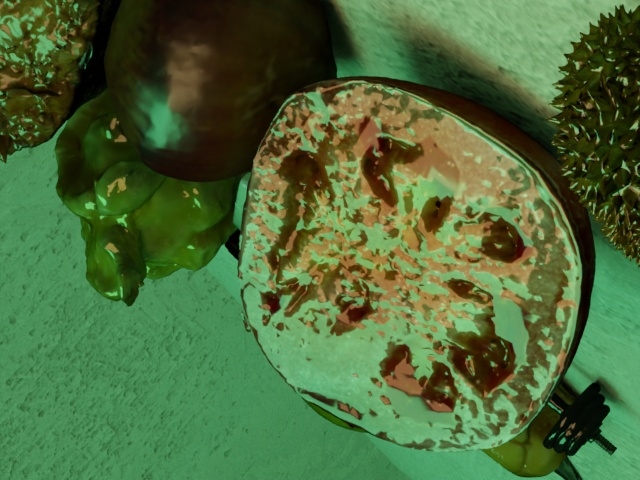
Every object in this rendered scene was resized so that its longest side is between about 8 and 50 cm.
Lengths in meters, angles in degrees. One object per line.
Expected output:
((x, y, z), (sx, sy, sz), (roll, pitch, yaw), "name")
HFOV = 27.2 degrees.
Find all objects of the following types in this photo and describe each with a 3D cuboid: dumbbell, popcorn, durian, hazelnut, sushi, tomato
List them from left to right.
((-0.296, -0.251, 1.329), (0.234, 0.207, 0.348), (34, 137, 3), "sushi")
((-0.228, -0.085, 1.835), (0.335, 0.279, 0.274), (57, 152, 32), "popcorn")
((-0.089, -0.167, 1.227), (0.217, 0.217, 0.251), (39, 146, 23), "hazelnut")
((0.095, 0.011, 1.136), (0.338, 0.144, 0.338), (13, 118, 26), "tomato")
((0.263, 0.180, 1.555), (0.208, 0.099, 0.099), (40, 170, 17), "dumbbell")
((0.206, -0.046, 0.747), (0.158, 0.137, 0.168), (62, 178, 46), "durian")

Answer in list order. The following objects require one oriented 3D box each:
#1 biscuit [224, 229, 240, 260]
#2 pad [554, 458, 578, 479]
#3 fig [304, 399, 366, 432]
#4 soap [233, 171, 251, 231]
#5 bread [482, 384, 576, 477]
((0.007, 0.092, 2.238), (0.407, 0.091, 0.407), (40, 168, 10), "biscuit")
((0.315, 0.305, 2.123), (0.233, 0.022, 0.174), (32, 164, 43), "pad")
((0.061, 0.043, 1.361), (0.258, 0.258, 0.326), (23, 141, 64), "fig")
((0.000, 0.000, 1.744), (0.230, 0.091, 0.145), (37, 151, 14), "soap")
((0.199, 0.172, 1.687), (0.294, 0.132, 0.167), (43, 179, -10), "bread")
